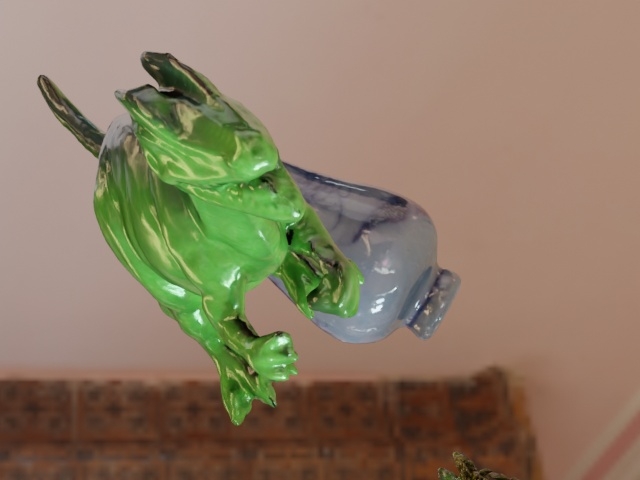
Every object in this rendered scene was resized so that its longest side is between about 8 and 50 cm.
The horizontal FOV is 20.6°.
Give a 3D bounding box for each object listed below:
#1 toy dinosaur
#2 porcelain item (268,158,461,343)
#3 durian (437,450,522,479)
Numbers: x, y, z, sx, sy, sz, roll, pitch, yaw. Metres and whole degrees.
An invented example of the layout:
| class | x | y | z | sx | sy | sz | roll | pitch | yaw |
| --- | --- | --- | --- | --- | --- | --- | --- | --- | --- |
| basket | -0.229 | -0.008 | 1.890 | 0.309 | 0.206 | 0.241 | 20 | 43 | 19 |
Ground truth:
| class | x | y | z | sx | sy | sz | roll | pitch | yaw |
| --- | --- | --- | --- | --- | --- | --- | --- | --- | --- |
| toy dinosaur | -0.140 | -0.067 | 1.168 | 0.500 | 0.144 | 0.374 | 38 | -12 | 36 |
| porcelain item | 0.000 | 0.000 | 1.575 | 0.141 | 0.259 | 0.141 | -62 | 179 | -2 |
| durian | 0.248 | 0.259 | 1.403 | 0.375 | 0.107 | 0.132 | 17 | -37 | 32 |
